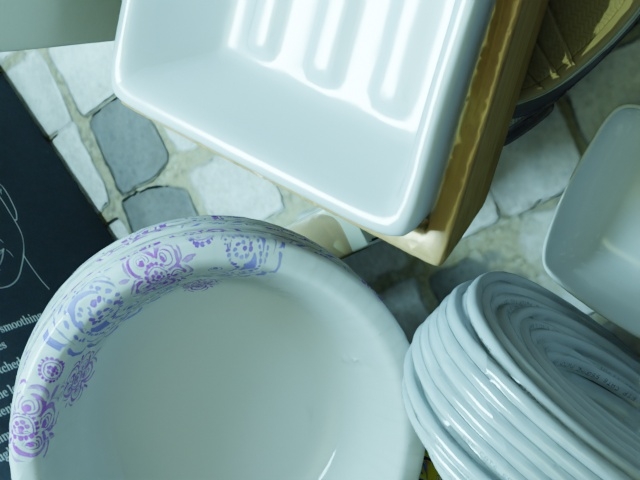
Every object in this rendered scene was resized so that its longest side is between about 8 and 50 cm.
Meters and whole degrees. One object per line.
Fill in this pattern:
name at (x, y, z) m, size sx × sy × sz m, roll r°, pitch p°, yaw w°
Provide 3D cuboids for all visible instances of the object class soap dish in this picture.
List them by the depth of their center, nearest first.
soap dish at (0.008, -0.147, 0.812) m, size 0.290 × 0.118 × 0.229 m, roll 28°, pitch 113°, yaw 34°

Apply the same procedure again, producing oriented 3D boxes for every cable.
cable at (0.167, 0.127, 0.796) m, size 0.257 × 0.257 × 0.089 m, roll 38°, pitch 106°, yaw 8°

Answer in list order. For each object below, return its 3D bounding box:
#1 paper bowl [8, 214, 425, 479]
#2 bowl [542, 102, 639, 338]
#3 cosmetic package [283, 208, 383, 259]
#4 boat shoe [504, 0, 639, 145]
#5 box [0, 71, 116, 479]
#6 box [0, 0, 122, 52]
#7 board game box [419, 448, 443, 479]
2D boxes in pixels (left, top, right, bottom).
paper bowl at (-0.076, 0.122, 0.924) m, size 0.284 × 0.148 × 0.284 m, roll -2°, pitch 100°, yaw -11°
bowl at (0.231, -0.008, 0.840) m, size 0.142 × 0.053 × 0.142 m, roll 33°, pitch 117°, yaw 23°
cosmetic package at (0.000, 0.000, 0.990) m, size 0.115 × 0.060 × 0.041 m, roll -26°, pitch 87°, yaw 36°
boat shoe at (0.114, -0.116, 0.867) m, size 0.285 × 0.092 × 0.103 m, roll -40°, pitch 72°, yaw 36°
box at (-0.337, 0.061, 1.083) m, size 0.212 × 0.293 × 0.395 m, roll -41°, pitch 78°, yaw 33°
box at (-0.193, -0.202, 0.935) m, size 0.113 × 0.275 × 0.094 m, roll 24°, pitch 114°, yaw 26°
board game box at (0.117, 0.226, 0.943) m, size 0.170 × 0.048 × 0.141 m, roll 14°, pitch 109°, yaw 52°
